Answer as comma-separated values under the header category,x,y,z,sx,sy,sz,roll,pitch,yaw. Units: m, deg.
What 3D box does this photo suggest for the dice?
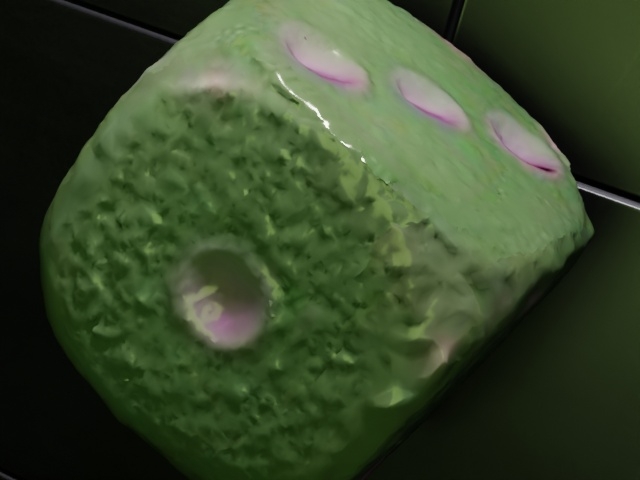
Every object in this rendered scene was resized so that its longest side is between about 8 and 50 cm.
category,x,y,z,sx,sy,sz,roll,pitch,yaw
dice,0.000,0.000,1.162,0.322,0.330,0.318,45,118,10
